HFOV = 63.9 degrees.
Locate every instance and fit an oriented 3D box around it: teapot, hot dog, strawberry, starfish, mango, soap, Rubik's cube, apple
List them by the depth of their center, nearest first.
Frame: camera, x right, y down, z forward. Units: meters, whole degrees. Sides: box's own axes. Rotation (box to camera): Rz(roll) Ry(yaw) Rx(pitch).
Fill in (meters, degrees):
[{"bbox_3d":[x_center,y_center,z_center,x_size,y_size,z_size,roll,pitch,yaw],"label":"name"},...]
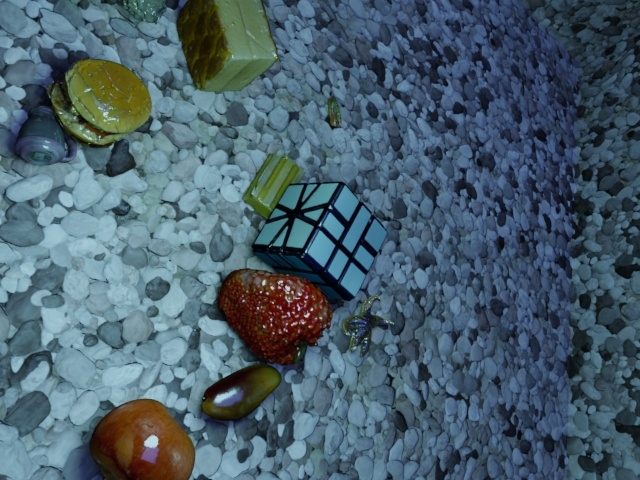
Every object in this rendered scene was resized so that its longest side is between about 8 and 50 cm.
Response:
[{"bbox_3d":[-0.441,0.533,1.301,0.272,0.251,0.206,50,54,-1],"label":"apple"},{"bbox_3d":[-0.729,-0.282,1.377,0.148,0.116,0.146,6,63,-30],"label":"teapot"},{"bbox_3d":[-0.237,0.462,1.551,0.267,0.111,0.133,-18,74,-36],"label":"mango"},{"bbox_3d":[-0.144,0.204,1.589,0.351,0.312,0.267,35,38,-4],"label":"strawberry"},{"bbox_3d":[0.000,0.000,1.676,0.283,0.288,0.294,42,68,-37],"label":"Rubik's cube"},{"bbox_3d":[-0.160,-0.196,1.792,0.135,0.076,0.233,41,58,-23],"label":"soap"},{"bbox_3d":[0.173,0.316,1.921,0.216,0.071,0.238,25,75,-35],"label":"starfish"},{"bbox_3d":[0.057,-0.516,2.048,0.056,0.041,0.133,-6,82,-37],"label":"hot dog"}]

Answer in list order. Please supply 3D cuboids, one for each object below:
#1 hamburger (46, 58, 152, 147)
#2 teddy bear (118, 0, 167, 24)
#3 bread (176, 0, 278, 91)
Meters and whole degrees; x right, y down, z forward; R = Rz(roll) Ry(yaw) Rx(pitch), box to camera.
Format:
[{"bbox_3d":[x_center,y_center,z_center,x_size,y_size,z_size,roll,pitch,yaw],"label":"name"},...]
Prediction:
[{"bbox_3d":[-0.608,-0.388,1.428,0.244,0.163,0.244,35,45,-45],"label":"hamburger"},{"bbox_3d":[-0.630,-0.817,1.552,0.367,0.224,0.357,53,52,-32],"label":"teddy bear"},{"bbox_3d":[-0.312,-0.659,1.674,0.207,0.279,0.279,-16,92,-40],"label":"bread"}]
